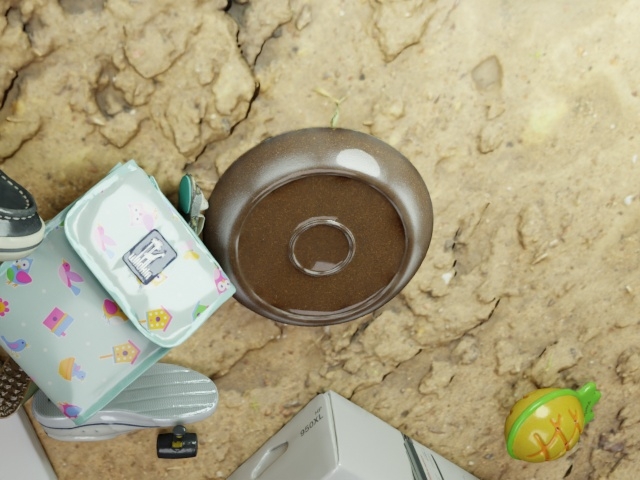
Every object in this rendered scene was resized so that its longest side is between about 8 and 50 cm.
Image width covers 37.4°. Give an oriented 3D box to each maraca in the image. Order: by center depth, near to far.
[{"bbox_3d":[0.355,0.274,1.435,0.185,0.099,0.127,-12,129,-30],"label":"maraca"}]

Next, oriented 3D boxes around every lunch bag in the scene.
[{"bbox_3d":[-0.264,0.057,1.168,0.262,0.160,0.223,-37,100,3],"label":"lunch bag"}]

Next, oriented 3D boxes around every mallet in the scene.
[{"bbox_3d":[-0.194,0.285,1.351,0.062,0.039,0.190,3,161,-16],"label":"mallet"}]

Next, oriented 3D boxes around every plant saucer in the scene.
[{"bbox_3d":[0.000,0.000,1.244,0.310,0.050,0.311,-3,123,-4],"label":"plant saucer"}]

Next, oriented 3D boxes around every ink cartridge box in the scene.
[{"bbox_3d":[0.072,0.452,1.468,0.395,0.166,0.285,34,112,-24],"label":"ink cartridge box"}]

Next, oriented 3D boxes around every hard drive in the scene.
[{"bbox_3d":[-0.525,0.272,1.357,0.203,0.040,0.308,-12,123,1],"label":"hard drive"}]

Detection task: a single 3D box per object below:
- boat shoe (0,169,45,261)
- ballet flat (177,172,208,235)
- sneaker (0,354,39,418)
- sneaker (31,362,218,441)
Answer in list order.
[{"bbox_3d":[-0.487,-0.161,0.981,0.500,0.187,0.156,40,103,-11],"label":"boat shoe"},{"bbox_3d":[-0.165,-0.037,1.211,0.041,0.041,0.114,8,121,-12],"label":"ballet flat"},{"bbox_3d":[-0.385,0.149,1.283,0.064,0.086,0.192,35,83,-8],"label":"sneaker"},{"bbox_3d":[-0.275,0.234,1.348,0.258,0.094,0.091,0,146,-6],"label":"sneaker"}]
